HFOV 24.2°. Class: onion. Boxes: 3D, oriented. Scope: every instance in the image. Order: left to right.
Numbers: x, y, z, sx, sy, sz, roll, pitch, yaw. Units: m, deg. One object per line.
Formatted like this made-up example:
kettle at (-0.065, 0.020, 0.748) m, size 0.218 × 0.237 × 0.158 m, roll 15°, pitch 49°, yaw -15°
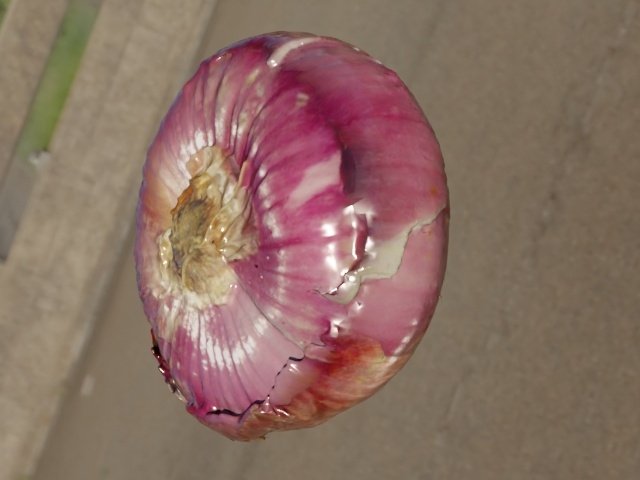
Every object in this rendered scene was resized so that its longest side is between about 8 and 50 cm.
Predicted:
onion at (0.000, 0.000, 0.829) m, size 0.230 × 0.163 × 0.230 m, roll -13°, pitch 76°, yaw 60°
